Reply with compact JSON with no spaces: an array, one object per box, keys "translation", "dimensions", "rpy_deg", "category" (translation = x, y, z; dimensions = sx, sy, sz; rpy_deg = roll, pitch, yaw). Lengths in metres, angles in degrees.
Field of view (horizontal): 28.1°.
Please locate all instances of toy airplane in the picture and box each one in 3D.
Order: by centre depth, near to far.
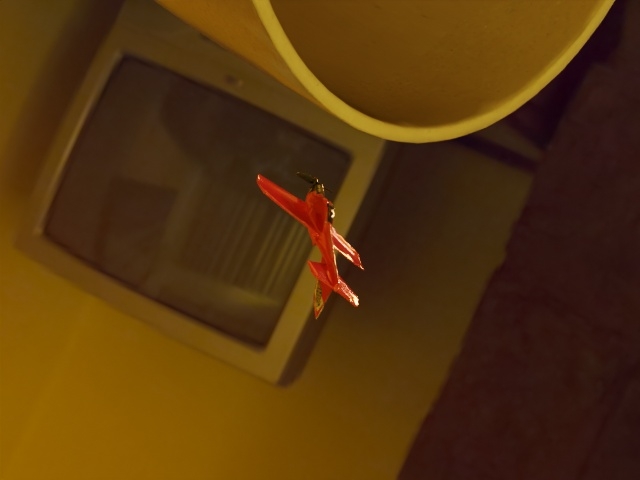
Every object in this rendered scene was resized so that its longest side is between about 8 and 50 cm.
[{"translation":[0.000,0.000,1.102],"dimensions":[0.151,0.028,0.151],"rpy_deg":[42,-148,-35],"category":"toy airplane"}]

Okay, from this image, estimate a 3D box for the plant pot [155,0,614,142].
[{"translation":[-0.034,-0.202,0.507],"dimensions":[0.274,0.257,0.256],"rpy_deg":[26,-178,38],"category":"plant pot"}]
